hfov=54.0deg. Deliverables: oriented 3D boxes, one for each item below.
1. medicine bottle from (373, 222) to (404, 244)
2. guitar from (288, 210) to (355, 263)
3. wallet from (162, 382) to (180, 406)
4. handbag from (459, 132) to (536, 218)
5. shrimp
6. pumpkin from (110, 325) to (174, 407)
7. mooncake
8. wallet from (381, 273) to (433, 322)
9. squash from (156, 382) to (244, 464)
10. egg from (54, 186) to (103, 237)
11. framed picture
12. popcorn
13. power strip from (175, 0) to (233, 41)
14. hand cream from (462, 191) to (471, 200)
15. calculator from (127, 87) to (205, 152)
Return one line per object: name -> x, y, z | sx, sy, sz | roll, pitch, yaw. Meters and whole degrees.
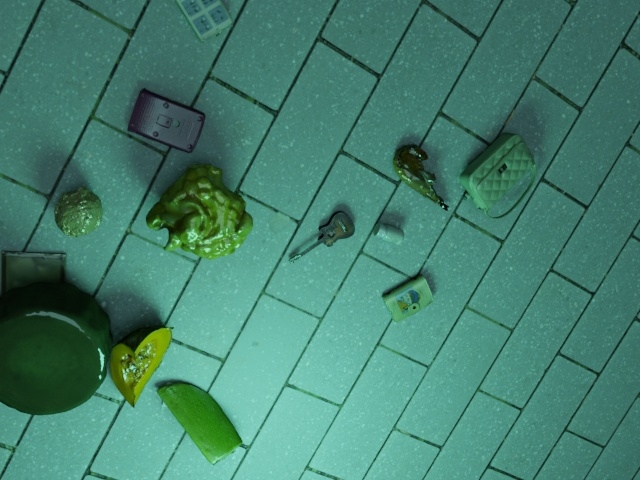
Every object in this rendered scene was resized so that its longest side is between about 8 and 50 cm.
medicine bottle -> 0.215, -0.022, 1.979 | 0.089, 0.052, 0.052 | 18, 100, -19
guitar -> 0.000, 0.000, 1.943 | 0.233, 0.025, 0.088 | -35, 111, -3
wallet -> -0.464, 0.481, 1.958 | 0.044, 0.011, 0.083 | 11, 102, -17
handbag -> 0.586, -0.197, 2.009 | 0.256, 0.079, 0.219 | -44, 112, -6
shrimp -> 0.336, -0.195, 1.959 | 0.262, 0.066, 0.117 | 35, 94, -22
pumpkin -> -0.530, 0.338, 1.866 | 0.111, 0.163, 0.278 | 30, 128, 20
mooncake -> -0.757, 0.292, 1.723 | 0.356, 0.194, 0.356 | -4, 112, -9
wallet -> 0.290, 0.194, 2.066 | 0.155, 0.039, 0.110 | -29, 109, -5
squash -> -0.367, 0.555, 1.990 | 0.111, 0.203, 0.289 | -39, 79, -3
egg -> -0.653, -0.076, 1.699 | 0.140, 0.116, 0.118 | -53, 139, 4
framed picture -> -0.809, 0.143, 1.773 | 0.173, 0.010, 0.231 | 5, 104, -16
popcorn -> -0.321, -0.061, 1.735 | 0.250, 0.235, 0.242 | 45, 115, -3
power strip -> -0.365, -0.700, 1.642 | 0.106, 0.043, 0.367 | -34, 111, -5
hand cream -> 0.505, -0.162, 2.037 | 0.102, 0.022, 0.035 | -35, 110, -9
calculator -> -0.422, -0.327, 1.736 | 0.190, 0.034, 0.126 | 19, 98, -20
